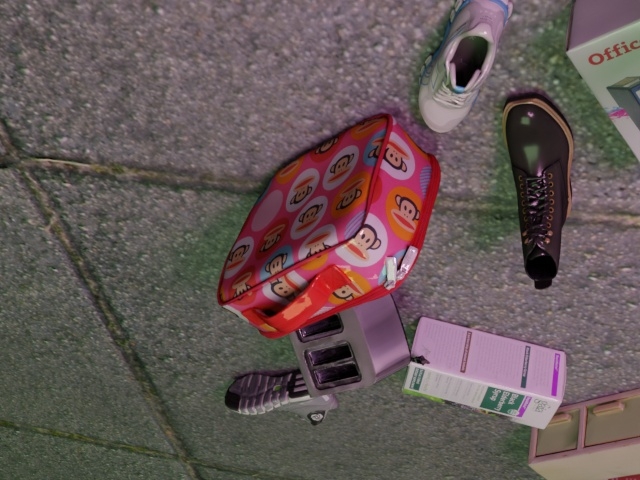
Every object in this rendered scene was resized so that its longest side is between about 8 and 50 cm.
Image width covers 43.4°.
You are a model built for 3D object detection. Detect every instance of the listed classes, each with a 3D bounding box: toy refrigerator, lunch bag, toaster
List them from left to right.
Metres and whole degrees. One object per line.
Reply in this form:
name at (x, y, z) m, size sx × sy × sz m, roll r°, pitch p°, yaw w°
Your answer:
lunch bag at (0.000, 0.000, 0.992) m, size 0.120 × 0.258 × 0.293 m, roll 39°, pitch 138°, yaw -24°
toaster at (0.039, 0.138, 1.216) m, size 0.185 × 0.110 × 0.168 m, roll -20°, pitch 90°, yaw 39°
toy refrigerator at (0.473, 0.316, 1.308) m, size 0.094 × 0.102 × 0.269 m, roll 38°, pitch 139°, yaw -22°

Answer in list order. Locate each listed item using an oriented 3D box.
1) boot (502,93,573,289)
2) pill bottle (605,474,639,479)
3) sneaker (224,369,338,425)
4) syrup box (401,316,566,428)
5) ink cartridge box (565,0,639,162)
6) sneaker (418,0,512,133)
boot at (0.251, -0.054, 0.921) m, size 0.077 × 0.137 × 0.198 m, roll -7°, pitch 135°, yaw 29°
pill bottle at (0.556, 0.450, 1.419) m, size 0.216 × 0.121 × 0.121 m, roll -6°, pitch 136°, yaw 28°
sneaker at (-0.068, 0.319, 1.553) m, size 0.228 × 0.086 × 0.132 m, roll -12°, pitch 135°, yaw 32°
syrup box at (0.257, 0.209, 1.272) m, size 0.237 × 0.096 × 0.093 m, roll 15°, pitch 142°, yaw 7°
ink cartridge box at (0.358, -0.163, 0.780) m, size 0.154 × 0.093 × 0.212 m, roll -19°, pitch 127°, yaw 39°
sneaker at (0.144, -0.176, 0.863) m, size 0.071 × 0.083 × 0.191 m, roll 16°, pitch 143°, yaw 2°
